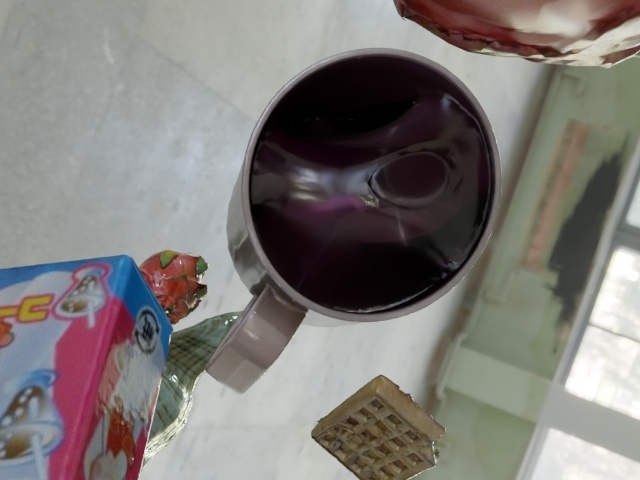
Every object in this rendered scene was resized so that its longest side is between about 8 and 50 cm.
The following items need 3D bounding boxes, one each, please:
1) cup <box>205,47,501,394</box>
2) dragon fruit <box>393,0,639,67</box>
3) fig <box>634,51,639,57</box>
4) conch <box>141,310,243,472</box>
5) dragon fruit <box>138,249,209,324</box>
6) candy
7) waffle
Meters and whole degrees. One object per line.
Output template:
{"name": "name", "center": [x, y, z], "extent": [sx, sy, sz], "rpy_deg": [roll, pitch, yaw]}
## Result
{"name": "cup", "center": [0.019, 0.002, 0.965], "extent": [0.273, 0.208, 0.288], "rpy_deg": [141, -43, -78]}
{"name": "dragon fruit", "center": [0.131, -0.243, 0.631], "extent": [0.301, 0.295, 0.296], "rpy_deg": [10, 100, -63]}
{"name": "fig", "center": [0.372, -0.312, 0.966], "extent": [0.368, 0.286, 0.286], "rpy_deg": [-12, 128, -28]}
{"name": "conch", "center": [-0.235, 0.190, 1.260], "extent": [0.170, 0.386, 0.203], "rpy_deg": [-118, -159, -55]}
{"name": "dragon fruit", "center": [-0.167, 0.048, 1.224], "extent": [0.116, 0.081, 0.086], "rpy_deg": [-46, 167, -46]}
{"name": "candy", "center": [-0.207, 0.157, 0.710], "extent": [0.100, 0.157, 0.306], "rpy_deg": [69, 20, -44]}
{"name": "waffle", "center": [0.052, 0.167, 0.911], "extent": [0.021, 0.092, 0.135], "rpy_deg": [-49, -178, -36]}
